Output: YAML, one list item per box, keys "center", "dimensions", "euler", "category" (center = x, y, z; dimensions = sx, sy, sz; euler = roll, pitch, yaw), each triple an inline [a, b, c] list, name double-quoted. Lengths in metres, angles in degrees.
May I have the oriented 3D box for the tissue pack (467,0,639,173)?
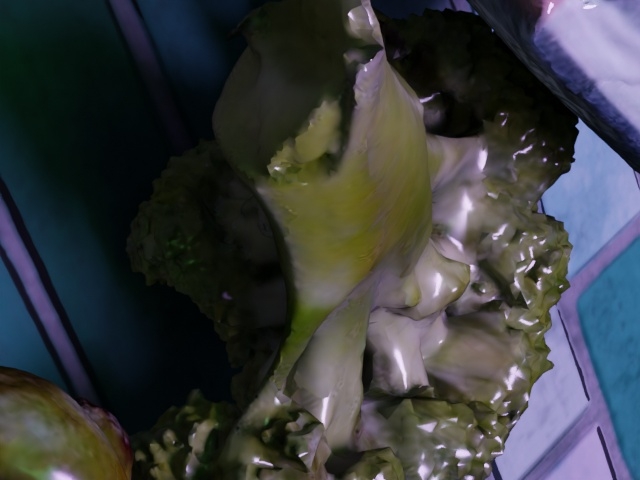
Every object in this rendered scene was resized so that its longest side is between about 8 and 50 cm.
- center: [0.100, -0.141, 0.712]
  dimensions: [0.103, 0.315, 0.228]
  euler: [-44, 134, 13]
  category: "tissue pack"

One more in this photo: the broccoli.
- center: [-0.014, 0.018, 0.686]
  dimensions: [0.302, 0.186, 0.254]
  euler: [0, 107, -61]
  category: "broccoli"

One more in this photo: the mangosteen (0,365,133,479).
- center: [-0.159, 0.183, 0.519]
  dimensions: [0.300, 0.300, 0.300]
  euler: [-6, 99, -43]
  category: "mangosteen"
